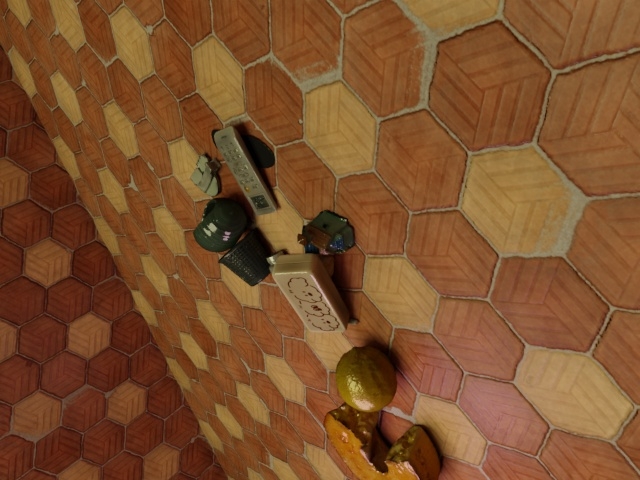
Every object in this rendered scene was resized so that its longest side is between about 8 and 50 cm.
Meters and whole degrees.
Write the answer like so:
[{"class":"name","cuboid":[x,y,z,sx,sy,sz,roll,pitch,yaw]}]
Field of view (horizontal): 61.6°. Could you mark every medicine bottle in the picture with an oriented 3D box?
[{"class":"medicine bottle","cuboid":[-0.132,0.109,1.887,0.079,0.079,0.140,-15,104,53]}]

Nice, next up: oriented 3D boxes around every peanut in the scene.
[{"class":"peanut","cuboid":[-0.009,0.112,1.737,0.087,0.087,0.207,44,144,17]}]

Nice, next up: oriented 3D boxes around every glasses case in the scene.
[{"class":"glasses case","cuboid":[-0.023,0.173,1.686,0.144,0.076,0.336,-5,138,24]}]

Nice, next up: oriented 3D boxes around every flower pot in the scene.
[{"class":"flower pot","cuboid":[-0.361,-0.054,1.939,0.157,0.189,0.243,28,151,-20]}]

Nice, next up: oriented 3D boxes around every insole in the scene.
[{"class":"insole","cuboid":[-0.261,-0.308,1.778,0.322,0.007,0.109,23,134,39]}]

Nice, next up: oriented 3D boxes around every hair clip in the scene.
[{"class":"hair clip","cuboid":[-0.424,-0.233,1.998,0.140,0.054,0.220,49,147,3]}]

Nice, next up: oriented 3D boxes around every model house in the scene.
[{"class":"model house","cuboid":[0.000,0.000,1.587,0.148,0.148,0.119,30,137,36]}]

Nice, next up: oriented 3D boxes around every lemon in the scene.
[{"class":"lemon","cuboid":[0.146,0.444,1.721,0.192,0.192,0.231,-13,107,53]}]

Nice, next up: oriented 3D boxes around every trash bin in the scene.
[{"class":"trash bin","cuboid":[-0.259,0.076,1.955,0.161,0.175,0.175,50,146,-8]}]

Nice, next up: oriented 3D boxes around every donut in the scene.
[{"class":"donut","cuboid":[0.226,0.746,1.895,0.435,0.163,0.378,26,136,33]}]

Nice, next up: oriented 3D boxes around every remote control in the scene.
[{"class":"remote control","cuboid":[-0.239,-0.230,1.773,0.109,0.055,0.313,-8,118,45]}]

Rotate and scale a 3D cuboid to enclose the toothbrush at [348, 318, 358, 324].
[{"class":"toothbrush","cuboid":[0.030,0.270,1.873,0.288,0.021,0.024,2,129,50]}]
